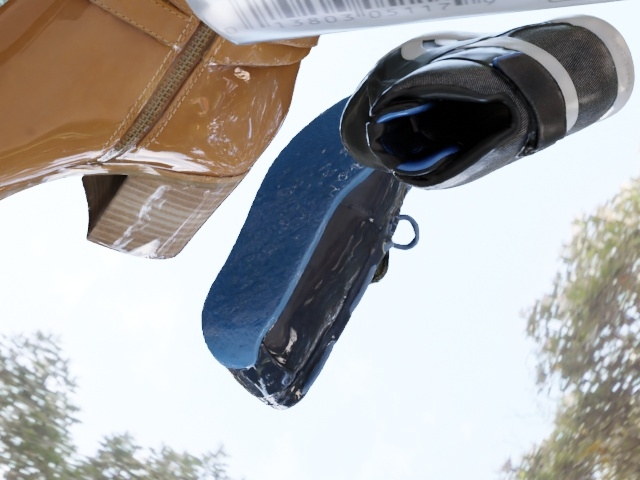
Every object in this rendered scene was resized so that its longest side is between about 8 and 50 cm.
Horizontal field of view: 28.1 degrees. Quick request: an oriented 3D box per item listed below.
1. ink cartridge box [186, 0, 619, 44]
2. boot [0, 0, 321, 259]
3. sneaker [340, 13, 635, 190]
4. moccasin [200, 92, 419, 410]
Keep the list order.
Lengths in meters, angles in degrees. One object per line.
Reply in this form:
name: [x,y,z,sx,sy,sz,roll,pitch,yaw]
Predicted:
ink cartridge box: [0.053,-0.177,0.356,0.189,0.066,0.232,-5,-102,12]
boot: [-0.132,-0.104,0.640,0.220,0.283,0.109,-55,-146,29]
sneaker: [0.052,-0.069,0.701,0.121,0.217,0.079,-26,-81,-36]
moccasin: [0.000,0.000,1.134,0.137,0.117,0.342,4,-134,38]
